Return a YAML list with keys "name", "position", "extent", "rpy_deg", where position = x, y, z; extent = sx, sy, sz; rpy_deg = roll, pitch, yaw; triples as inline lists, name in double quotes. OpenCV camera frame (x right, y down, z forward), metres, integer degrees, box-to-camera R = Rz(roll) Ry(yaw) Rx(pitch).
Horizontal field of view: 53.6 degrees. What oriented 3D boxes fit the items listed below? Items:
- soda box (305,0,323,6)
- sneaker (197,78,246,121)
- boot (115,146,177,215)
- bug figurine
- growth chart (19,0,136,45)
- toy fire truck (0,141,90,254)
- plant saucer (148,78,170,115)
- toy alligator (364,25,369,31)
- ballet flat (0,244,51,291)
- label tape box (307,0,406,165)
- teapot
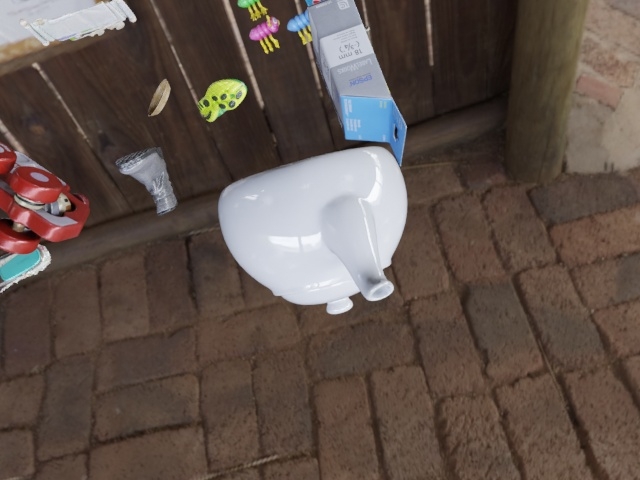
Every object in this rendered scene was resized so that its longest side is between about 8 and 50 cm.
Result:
- name: "soda box"
  position: [-0.010, -0.768, 1.983]
  extent: [0.071, 0.067, 0.210]
  rpy_deg: [-30, 76, 23]
- name: "sneaker"
  position: [-0.334, -0.508, 2.206]
  extent: [0.123, 0.109, 0.296]
  rpy_deg: [-48, 20, -26]
- name: "boot"
  position: [-0.545, -0.186, 2.078]
  extent: [0.118, 0.222, 0.338]
  rpy_deg: [-17, 10, 6]
- name: "bug figurine"
  position: [-0.113, -0.631, 1.674]
  extent: [0.216, 0.072, 0.278]
  rpy_deg: [-27, 70, 22]
- name: "growth chart"
  position: [-0.545, -0.498, 1.451]
  extent: [0.238, 0.172, 0.021]
  rpy_deg: [-20, 91, -10]
- name: "toy fire truck"
  position: [-0.647, -0.107, 1.412]
  extent: [0.302, 0.254, 0.169]
  rpy_deg: [32, 108, 7]
- name: "plant saucer"
  position: [-0.327, -0.289, 1.296]
  extent: [0.083, 0.015, 0.083]
  rpy_deg: [-37, 41, 41]
- name: "toy alligator"
  position: [0.086, -0.528, 1.679]
  extent: [0.056, 0.051, 0.189]
  rpy_deg: [-10, 45, 37]
- name: "ballet flat"
  position: [-0.730, 0.079, 1.461]
  extent: [0.241, 0.077, 0.091]
  rpy_deg: [-21, 85, -1]
- name: "label tape box"
  position: [0.079, -0.335, 1.414]
  extent: [0.106, 0.240, 0.333]
  rpy_deg: [-19, 76, 0]
- name: "teapot"
  position: [0.000, 0.000, 0.798]
  extent: [0.253, 0.256, 0.186]
  rpy_deg: [-14, 92, 28]
